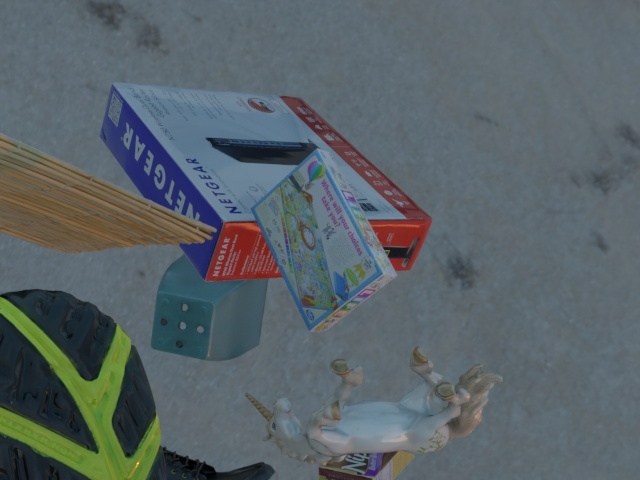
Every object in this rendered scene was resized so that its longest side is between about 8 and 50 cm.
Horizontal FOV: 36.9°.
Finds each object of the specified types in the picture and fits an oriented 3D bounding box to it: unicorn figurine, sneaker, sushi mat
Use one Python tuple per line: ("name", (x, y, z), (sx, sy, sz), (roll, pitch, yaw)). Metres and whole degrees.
("unicorn figurine", (0.025, 0.110, 0.600), (0.162, 0.111, 0.060), (9, 54, 3))
("sneaker", (-0.142, 0.218, 0.526), (0.145, 0.147, 0.384), (-5, 88, -35))
("sushi mat", (-0.209, -0.034, 0.624), (0.316, 0.151, 0.019), (28, 62, -63))
("sneaker", (-0.172, 0.300, 1.227), (0.083, 0.222, 0.118), (-18, 88, -82))

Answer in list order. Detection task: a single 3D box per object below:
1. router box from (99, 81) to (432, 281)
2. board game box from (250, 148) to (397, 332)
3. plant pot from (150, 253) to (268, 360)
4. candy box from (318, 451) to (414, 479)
("router box", (-0.075, -0.080, 1.214), (0.301, 0.082, 0.335), (-2, 35, -37))
("board game box", (0.000, 0.000, 0.961), (0.026, 0.103, 0.154), (10, 46, -52))
("plant pot", (-0.209, 0.128, 1.732), (0.166, 0.165, 0.234), (10, 11, 10))
("candy box", (0.086, 0.403, 1.748), (0.187, 0.109, 0.053), (-26, 118, -58))
